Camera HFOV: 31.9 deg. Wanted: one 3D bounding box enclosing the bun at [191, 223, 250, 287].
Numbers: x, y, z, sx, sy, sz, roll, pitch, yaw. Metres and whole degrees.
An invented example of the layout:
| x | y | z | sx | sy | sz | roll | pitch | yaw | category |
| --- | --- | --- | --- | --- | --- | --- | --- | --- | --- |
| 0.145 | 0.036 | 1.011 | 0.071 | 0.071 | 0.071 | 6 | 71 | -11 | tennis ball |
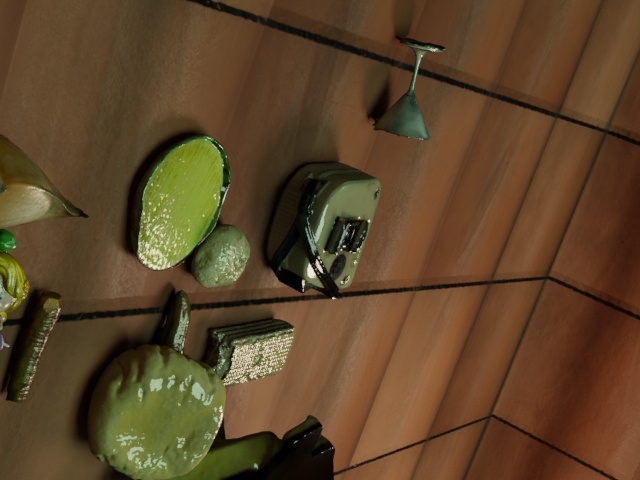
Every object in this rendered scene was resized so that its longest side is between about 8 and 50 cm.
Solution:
| x | y | z | sx | sy | sz | roll | pitch | yaw | category |
| --- | --- | --- | --- | --- | --- | --- | --- | --- | --- |
| -0.162 | 0.030 | 1.871 | 0.115 | 0.069 | 0.115 | -47 | 154 | -33 | bun |

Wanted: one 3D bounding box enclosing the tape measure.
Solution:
| x | y | z | sx | sy | sz | roll | pitch | yaw | category |
| --- | --- | --- | --- | --- | --- | --- | --- | --- | --- |
| 0.000 | 0.000 | 2.076 | 0.231 | 0.133 | 0.271 | -12 | 126 | -58 | tape measure |

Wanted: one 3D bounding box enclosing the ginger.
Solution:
| x | y | z | sx | sy | sz | roll | pitch | yaw | category |
| --- | --- | --- | --- | --- | --- | --- | --- | --- | --- |
| -0.154 | 0.424 | 2.053 | 0.358 | 0.211 | 0.413 | -44 | 148 | -3 | ginger |

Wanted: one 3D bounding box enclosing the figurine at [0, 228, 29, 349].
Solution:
| x | y | z | sx | sy | sz | roll | pitch | yaw | category |
| --- | --- | --- | --- | --- | --- | --- | --- | --- | --- |
| -0.428 | 0.059 | 1.442 | 0.095 | 0.115 | 0.156 | 1 | 94 | -25 | figurine |

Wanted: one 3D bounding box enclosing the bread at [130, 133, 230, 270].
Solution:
| x | y | z | sx | sy | sz | roll | pitch | yaw | category |
| --- | --- | --- | --- | --- | --- | --- | --- | --- | --- |
| -0.221 | -0.061 | 1.739 | 0.228 | 0.034 | 0.228 | -43 | 148 | -36 | bread |

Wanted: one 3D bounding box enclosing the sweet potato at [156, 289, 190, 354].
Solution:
| x | y | z | sx | sy | sz | roll | pitch | yaw | category |
| --- | --- | --- | --- | --- | --- | --- | --- | --- | --- |
| -0.247 | 0.169 | 1.870 | 0.054 | 0.053 | 0.182 | 4 | 112 | -20 | sweet potato |

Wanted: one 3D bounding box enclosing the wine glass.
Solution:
| x | y | z | sx | sy | sz | roll | pitch | yaw | category |
| --- | --- | --- | --- | --- | --- | --- | --- | --- | --- |
| 0.175 | -0.293 | 2.155 | 0.122 | 0.122 | 0.182 | -15 | 121 | -56 | wine glass |

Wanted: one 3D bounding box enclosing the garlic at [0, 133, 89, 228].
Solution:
| x | y | z | sx | sy | sz | roll | pitch | yaw | category |
| --- | --- | --- | --- | --- | --- | --- | --- | --- | --- |
| -0.393 | -0.072 | 1.350 | 0.207 | 0.128 | 0.115 | 13 | 60 | -68 | garlic |

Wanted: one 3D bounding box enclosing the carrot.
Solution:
| x | y | z | sx | sy | sz | roll | pitch | yaw | category |
| --- | --- | --- | --- | --- | --- | --- | --- | --- | --- |
| -0.407 | 0.152 | 1.583 | 0.042 | 0.042 | 0.170 | 1 | 112 | -61 | carrot |

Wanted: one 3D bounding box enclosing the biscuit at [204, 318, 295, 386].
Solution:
| x | y | z | sx | sy | sz | roll | pitch | yaw | category |
| --- | --- | --- | --- | --- | --- | --- | --- | --- | --- |
| -0.136 | 0.212 | 2.087 | 0.239 | 0.062 | 0.108 | -4 | 116 | -59 | biscuit |

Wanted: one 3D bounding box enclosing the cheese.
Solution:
| x | y | z | sx | sy | sz | roll | pitch | yaw | category |
| --- | --- | --- | --- | --- | --- | --- | --- | --- | --- |
| -0.270 | 0.280 | 1.805 | 0.214 | 0.117 | 0.226 | 27 | 95 | -33 | cheese |
